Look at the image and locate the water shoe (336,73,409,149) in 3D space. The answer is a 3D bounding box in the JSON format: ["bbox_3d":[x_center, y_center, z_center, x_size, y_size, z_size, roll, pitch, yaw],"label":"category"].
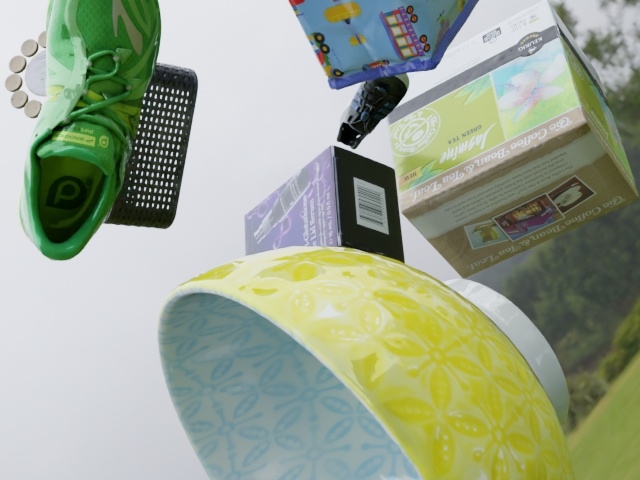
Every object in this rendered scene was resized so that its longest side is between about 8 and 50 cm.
[{"bbox_3d":[0.082,-0.206,1.799,0.203,0.073,0.080,125,167,-65],"label":"water shoe"}]

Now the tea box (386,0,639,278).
[{"bbox_3d":[0.308,-0.168,1.914,0.329,0.323,0.220,-27,-46,22],"label":"tea box"}]

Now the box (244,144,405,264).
[{"bbox_3d":[0.000,0.000,1.477,0.207,0.108,0.153,-37,46,41],"label":"box"}]

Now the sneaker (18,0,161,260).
[{"bbox_3d":[-0.203,-0.115,1.029,0.123,0.110,0.295,-127,47,-63],"label":"sneaker"}]

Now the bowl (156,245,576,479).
[{"bbox_3d":[0.052,0.110,0.672,0.156,0.289,0.289,-34,-19,-28],"label":"bowl"}]

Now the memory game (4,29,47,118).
[{"bbox_3d":[-0.516,-0.316,2.175,0.186,0.186,0.012,-53,-23,-2],"label":"memory game"}]

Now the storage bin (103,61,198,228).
[{"bbox_3d":[-0.212,-0.111,1.257,0.084,0.122,0.180,4,-81,-39],"label":"storage bin"}]

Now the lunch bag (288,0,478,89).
[{"bbox_3d":[0.085,-0.324,1.136,0.138,0.221,0.293,-5,32,43],"label":"lunch bag"}]
